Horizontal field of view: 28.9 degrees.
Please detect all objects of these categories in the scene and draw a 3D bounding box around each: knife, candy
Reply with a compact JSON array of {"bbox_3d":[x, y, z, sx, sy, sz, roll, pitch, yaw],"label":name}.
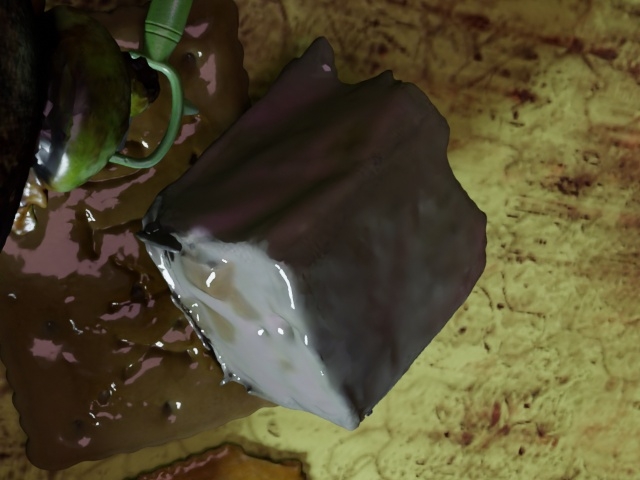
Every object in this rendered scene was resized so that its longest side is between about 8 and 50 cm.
[{"bbox_3d":[-0.087,-0.146,0.792,0.054,0.015,0.212,17,85,-17],"label":"knife"},{"bbox_3d":[0.000,0.000,0.816,0.195,0.137,0.185,-47,132,-29],"label":"candy"}]

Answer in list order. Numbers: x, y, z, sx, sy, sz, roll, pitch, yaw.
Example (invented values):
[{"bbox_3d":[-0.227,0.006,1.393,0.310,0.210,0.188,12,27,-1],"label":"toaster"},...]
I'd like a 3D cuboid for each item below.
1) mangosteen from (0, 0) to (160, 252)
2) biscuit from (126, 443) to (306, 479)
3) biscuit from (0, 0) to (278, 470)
[{"bbox_3d":[-0.264,-0.076,0.654,0.359,0.306,0.306,-1,116,-56],"label":"mangosteen"},{"bbox_3d":[-0.107,0.277,0.994,0.237,0.013,0.232,-19,115,-13],"label":"biscuit"},{"bbox_3d":[-0.132,0.003,0.859,0.217,0.044,0.325,-15,115,-15],"label":"biscuit"}]
